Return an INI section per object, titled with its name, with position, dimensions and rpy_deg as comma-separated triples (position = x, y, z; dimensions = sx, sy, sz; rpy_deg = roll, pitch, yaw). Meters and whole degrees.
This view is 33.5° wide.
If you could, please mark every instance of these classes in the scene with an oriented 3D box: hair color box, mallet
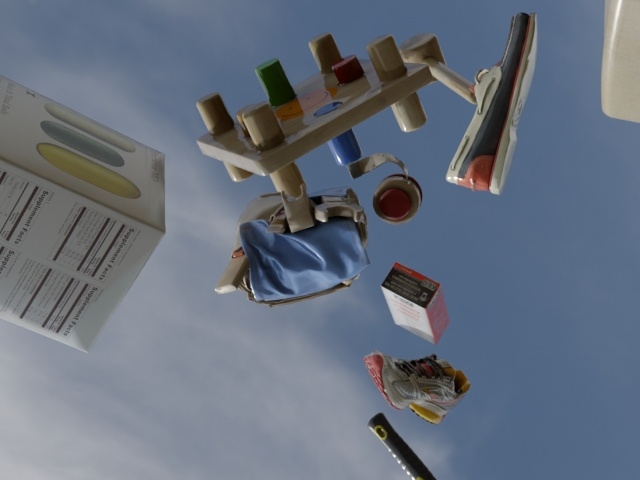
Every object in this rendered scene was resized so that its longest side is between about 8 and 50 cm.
[hair color box]
position = 0.131, 0.087, 1.441
dimensions = 0.072, 0.141, 0.043
rpy_deg = 27, -106, 22
[mallet]
position = 0.109, 0.208, 0.849
dimensions = 0.189, 0.062, 0.039
rpy_deg = 55, -152, 19

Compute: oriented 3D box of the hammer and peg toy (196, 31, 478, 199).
[hammer and peg toy]
position = 0.031, -0.194, 1.381
dimensions = 0.361, 0.266, 0.127
rpy_deg = -30, -69, -15

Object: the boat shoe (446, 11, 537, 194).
[boat shoe]
position = 0.129, -0.103, 0.781
dimensions = 0.049, 0.043, 0.137
rpy_deg = -1, -75, -68

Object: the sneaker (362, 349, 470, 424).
[sneaker]
position = 0.144, 0.200, 1.584
dimensions = 0.225, 0.093, 0.088
rpy_deg = 28, -156, -50

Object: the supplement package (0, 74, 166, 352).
[supplement package]
position = -0.344, -0.040, 1.254
dimensions = 0.263, 0.198, 0.199
rpy_deg = 26, -155, -22

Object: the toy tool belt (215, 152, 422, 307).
[toy tool belt]
position = 0.000, 0.000, 0.428
dimensions = 0.051, 0.083, 0.052
rpy_deg = -61, -50, -68

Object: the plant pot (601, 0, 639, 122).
[plant pot]
position = 0.200, -0.117, 0.567
dimensions = 0.109, 0.096, 0.109
rpy_deg = 11, -130, 5
